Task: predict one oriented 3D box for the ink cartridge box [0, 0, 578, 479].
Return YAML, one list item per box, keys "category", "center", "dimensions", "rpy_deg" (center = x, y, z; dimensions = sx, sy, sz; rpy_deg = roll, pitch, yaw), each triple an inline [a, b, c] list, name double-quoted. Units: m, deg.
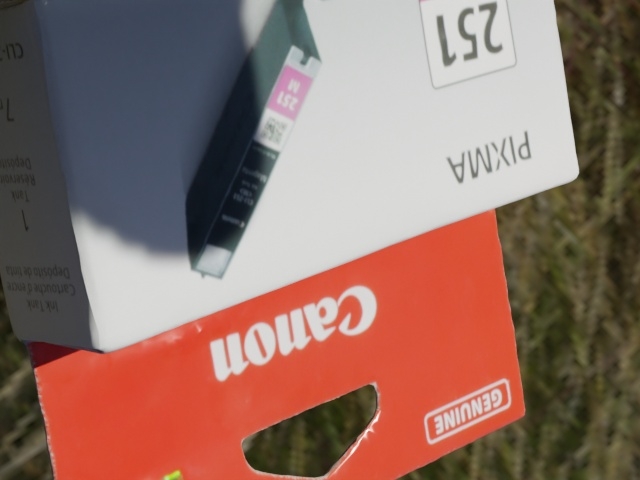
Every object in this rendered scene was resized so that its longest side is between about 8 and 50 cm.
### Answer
- category: "ink cartridge box"
  center: [0.000, 0.000, 0.760]
  dimensions: [0.275, 0.060, 0.239]
  rpy_deg: [-19, 103, -42]
